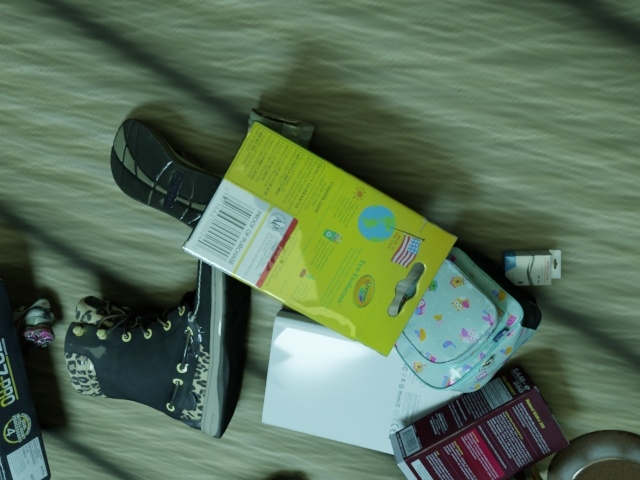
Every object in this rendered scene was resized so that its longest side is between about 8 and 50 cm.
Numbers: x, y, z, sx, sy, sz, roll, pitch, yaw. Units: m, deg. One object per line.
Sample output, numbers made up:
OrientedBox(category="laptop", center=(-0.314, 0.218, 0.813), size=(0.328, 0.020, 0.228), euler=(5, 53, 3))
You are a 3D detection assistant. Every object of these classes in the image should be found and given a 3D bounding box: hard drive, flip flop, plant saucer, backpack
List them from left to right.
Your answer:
OrientedBox(category="flip flop", center=(-0.218, -0.094, 0.936), size=(0.277, 0.080, 0.112), euler=(30, 103, 17))
OrientedBox(category="hard drive", center=(0.070, 0.247, 1.009), size=(0.319, 0.040, 0.210), euler=(11, 109, 8))
OrientedBox(category="backpack", center=(0.194, 0.123, 0.866), size=(0.166, 0.145, 0.188), euler=(48, 117, 36))
OrientedBox(category="plant saucer", center=(0.475, 0.403, 0.976), size=(0.199, 0.036, 0.198), euler=(4, 108, 11))

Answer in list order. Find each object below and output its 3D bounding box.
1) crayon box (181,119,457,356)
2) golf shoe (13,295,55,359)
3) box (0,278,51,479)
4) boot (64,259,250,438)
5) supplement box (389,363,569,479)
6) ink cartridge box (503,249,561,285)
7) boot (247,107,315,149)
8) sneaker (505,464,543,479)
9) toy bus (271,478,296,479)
OrientedBox(category="crayon box", center=(0.000, 0.000, 0.838), size=(0.319, 0.081, 0.202), euler=(30, 95, -7))
OrientedBox(category="golf shoe", center=(-0.550, 0.168, 1.112), size=(0.186, 0.068, 0.085), euler=(-28, 59, 29))
OrientedBox(category="box", center=(-0.658, 0.250, 1.087), size=(0.319, 0.097, 0.394), euler=(3, 108, 30))
OrientedBox(category="boot", center=(-0.270, 0.139, 1.003), size=(0.285, 0.138, 0.377), euler=(10, 114, 9))
OrientedBox(category="supplement box", center=(0.245, 0.313, 0.941), size=(0.240, 0.073, 0.130), euler=(-31, 109, 7))
OrientedBox(category="ink cartridge box", center=(0.318, 0.040, 0.899), size=(0.083, 0.028, 0.048), euler=(-2, 107, 12))
OrientedBox(category="boot", center=(-0.032, -0.093, 0.904), size=(0.213, 0.077, 0.165), euler=(24, 110, 11))
OrientedBox(category="sneaker", center=(0.304, 0.402, 0.932), size=(0.084, 0.185, 0.069), euler=(-33, 77, 16))
OrientedBox(category="toy bus", center=(-0.128, 0.540, 1.043), size=(0.220, 0.211, 0.149), euler=(-28, 85, 17))
